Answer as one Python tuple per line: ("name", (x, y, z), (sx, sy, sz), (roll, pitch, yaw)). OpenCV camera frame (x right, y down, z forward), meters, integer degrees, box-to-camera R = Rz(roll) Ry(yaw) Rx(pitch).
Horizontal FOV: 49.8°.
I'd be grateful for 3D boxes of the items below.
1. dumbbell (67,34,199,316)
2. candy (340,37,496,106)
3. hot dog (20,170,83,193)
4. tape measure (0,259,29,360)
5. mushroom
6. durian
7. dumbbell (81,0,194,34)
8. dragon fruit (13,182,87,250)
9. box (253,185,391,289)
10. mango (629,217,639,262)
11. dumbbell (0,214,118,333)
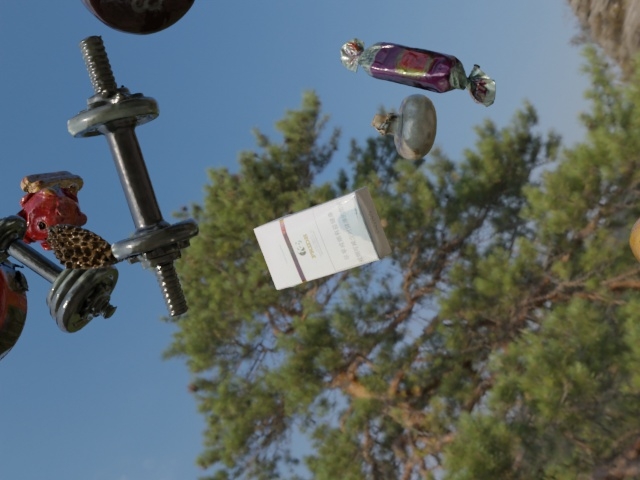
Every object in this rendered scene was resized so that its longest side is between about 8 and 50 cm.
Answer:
("dumbbell", (-0.164, -0.054, 0.610), (0.081, 0.081, 0.254), (-24, -81, -57))
("candy", (0.098, -0.177, 0.711), (0.045, 0.175, 0.043), (-68, -20, -12))
("hot dog", (-0.620, -0.133, 1.605), (0.165, 0.071, 0.045), (-26, -51, -68))
("tape measure", (-0.648, 0.112, 1.217), (0.253, 0.260, 0.114), (-59, -14, -14))
("mushroom", (0.101, -0.140, 0.845), (0.085, 0.079, 0.085), (180, 90, -87))
("durian", (-0.301, 0.003, 0.863), (0.066, 0.130, 0.052), (-13, -66, -60))
("dumbbell", (-0.230, -0.317, 0.723), (0.124, 0.225, 0.140), (-14, -46, -40))
("dragon fruit", (-0.480, -0.043, 1.223), (0.126, 0.112, 0.068), (-21, 1, -15))
("box", (0.000, 0.000, 0.821), (0.040, 0.154, 0.084), (-31, -79, -56))
("mango", (0.425, -0.006, 0.810), (0.165, 0.115, 0.089), (-11, -91, -65))
("dumbbell", (-0.387, 0.030, 0.940), (0.110, 0.254, 0.110), (-57, -4, -6))
